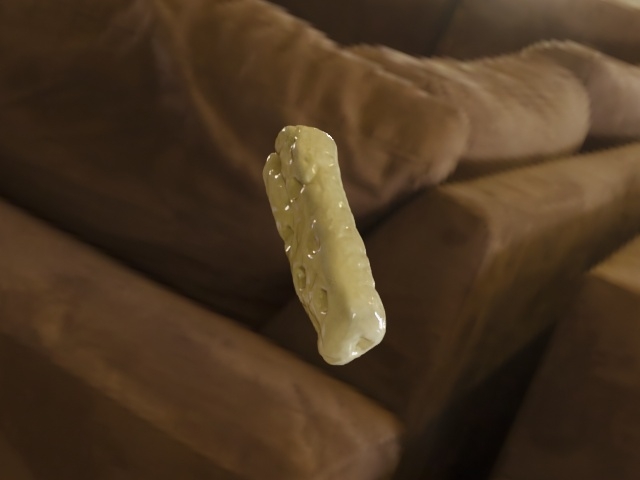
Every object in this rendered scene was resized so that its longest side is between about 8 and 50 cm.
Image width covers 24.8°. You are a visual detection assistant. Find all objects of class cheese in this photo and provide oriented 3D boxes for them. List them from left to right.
[{"bbox_3d":[0.000,0.000,1.015,0.043,0.065,0.194,12,43,-32],"label":"cheese"}]
